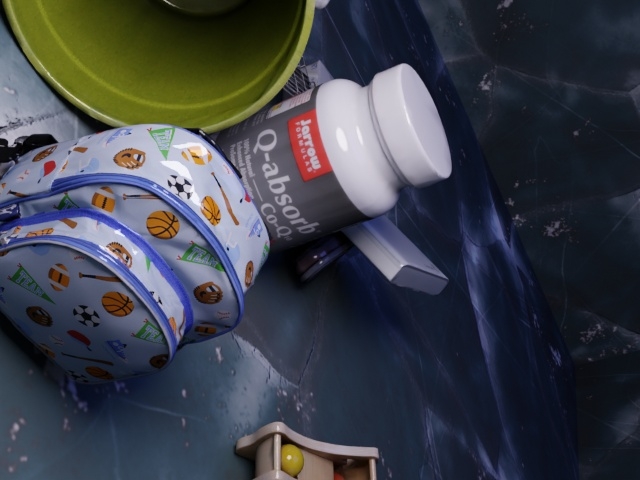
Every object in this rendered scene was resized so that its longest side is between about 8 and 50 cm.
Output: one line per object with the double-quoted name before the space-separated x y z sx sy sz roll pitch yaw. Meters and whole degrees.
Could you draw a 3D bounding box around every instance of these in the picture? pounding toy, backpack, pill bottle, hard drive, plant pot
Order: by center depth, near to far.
"backpack" -0.195 0.009 0.793 0.276 0.263 0.213 54 29 -34
"plant pot" -0.186 -0.377 1.048 0.366 0.366 0.353 58 16 -26
"pounding toy" -0.001 0.362 1.068 0.269 0.154 0.155 42 37 -46
"pill bottle" -0.008 -0.112 1.149 0.210 0.362 0.210 45 34 -43
"hard drive" 0.072 -0.044 1.443 0.353 0.047 0.233 48 14 27

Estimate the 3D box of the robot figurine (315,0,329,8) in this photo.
"robot figurine" -0.121 -0.526 1.309 0.353 0.300 0.200 28 12 -12

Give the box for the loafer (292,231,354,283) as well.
"loafer" 0.000 0.000 1.428 0.095 0.109 0.302 51 18 2

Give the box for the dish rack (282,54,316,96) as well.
"dish rack" -0.099 -0.386 1.484 0.208 0.074 0.272 27 43 -55

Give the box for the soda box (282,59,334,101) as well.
"soda box" 0.032 -0.242 1.656 0.286 0.091 0.098 45 36 -43
